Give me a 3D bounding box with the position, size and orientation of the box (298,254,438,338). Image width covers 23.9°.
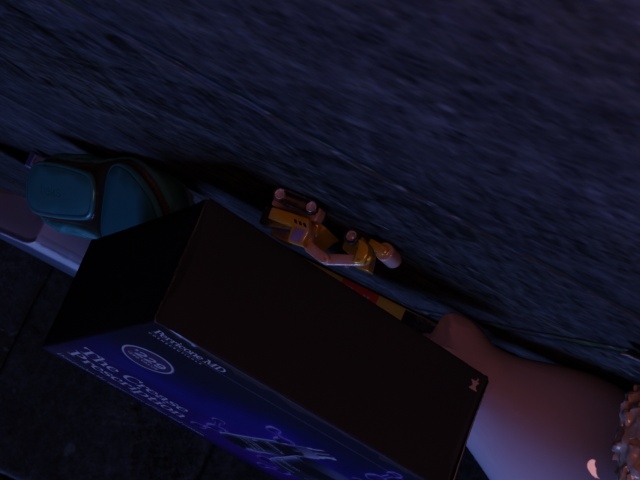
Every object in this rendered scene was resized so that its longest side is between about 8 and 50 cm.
[{"bbox_3d":[0.008,0.074,1.355,0.232,0.087,0.058,27,171,-5],"label":"box"}]

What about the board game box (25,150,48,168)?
[{"bbox_3d":[-0.250,-0.058,1.561,0.090,0.020,0.090,24,173,9],"label":"board game box"}]

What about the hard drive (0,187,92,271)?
[{"bbox_3d":[-0.256,0.027,1.732,0.233,0.047,0.353,19,170,44],"label":"hard drive"}]

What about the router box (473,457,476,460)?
[{"bbox_3d":[0.357,0.300,1.810,0.243,0.081,0.309,27,173,-18],"label":"router box"}]

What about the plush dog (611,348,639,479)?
[{"bbox_3d":[0.235,0.205,0.900,0.262,0.225,0.210,27,173,-14],"label":"plush dog"}]

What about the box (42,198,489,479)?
[{"bbox_3d":[-0.040,0.089,1.095,0.261,0.103,0.184,33,152,-24],"label":"box"}]

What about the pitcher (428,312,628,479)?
[{"bbox_3d":[0.182,0.157,1.206,0.207,0.125,0.178,32,177,27],"label":"pitcher"}]

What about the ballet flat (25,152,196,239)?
[{"bbox_3d":[-0.153,-0.030,1.241,0.087,0.083,0.247,0,-170,-36],"label":"ballet flat"}]

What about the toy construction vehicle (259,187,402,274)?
[{"bbox_3d":[0.000,0.000,1.013,0.098,0.035,0.086,23,173,21],"label":"toy construction vehicle"}]
